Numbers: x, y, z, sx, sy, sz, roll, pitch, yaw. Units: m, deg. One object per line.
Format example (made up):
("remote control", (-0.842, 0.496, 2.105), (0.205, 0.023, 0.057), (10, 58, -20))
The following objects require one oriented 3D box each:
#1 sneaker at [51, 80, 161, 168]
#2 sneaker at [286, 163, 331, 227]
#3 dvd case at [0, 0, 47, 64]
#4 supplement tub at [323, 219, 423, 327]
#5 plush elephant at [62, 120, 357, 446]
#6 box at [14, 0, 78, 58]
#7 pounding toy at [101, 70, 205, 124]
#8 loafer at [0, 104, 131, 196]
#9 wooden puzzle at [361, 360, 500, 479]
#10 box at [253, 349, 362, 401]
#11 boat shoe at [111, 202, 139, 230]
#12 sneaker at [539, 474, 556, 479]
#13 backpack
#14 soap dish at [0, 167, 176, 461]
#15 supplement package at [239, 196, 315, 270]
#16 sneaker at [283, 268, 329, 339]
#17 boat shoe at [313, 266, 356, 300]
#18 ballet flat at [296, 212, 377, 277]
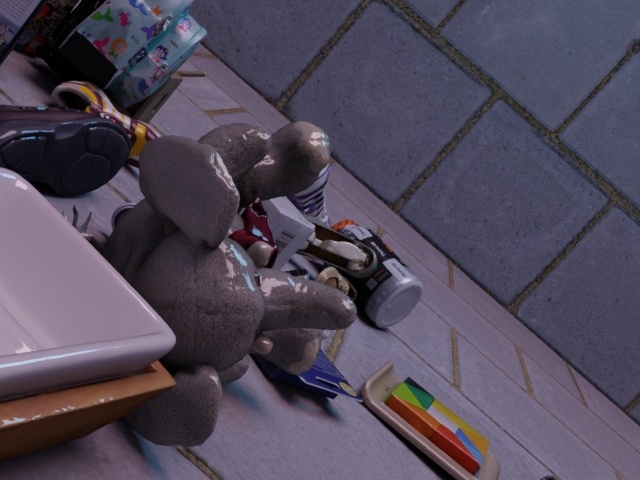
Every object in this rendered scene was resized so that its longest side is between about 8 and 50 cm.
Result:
("sneaker", (-0.309, -0.162, 1.512), (0.185, 0.070, 0.084), (36, 18, 8))
("sneaker", (-0.014, -0.065, 1.881), (0.161, 0.102, 0.282), (63, -8, -4))
("dvd case", (-0.447, -0.376, 1.410), (0.180, 0.253, 0.022), (38, -17, -22))
("supplement tub", (0.085, 0.055, 1.873), (0.190, 0.117, 0.117), (48, 12, 29))
("plush elephant", (-0.091, 0.036, 0.944), (0.329, 0.272, 0.255), (1, 16, -28))
("box", (-0.460, -0.374, 1.555), (0.044, 0.159, 0.233), (43, 10, 20))
("pounding toy", (-0.298, -0.278, 1.797), (0.130, 0.141, 0.100), (42, 10, 2))
("loafer", (-0.316, -0.116, 1.177), (0.095, 0.109, 0.302), (39, 13, 11))
("wooden puzzle", (0.169, 0.268, 1.495), (0.238, 0.044, 0.221), (43, 10, 9))
("box", (-0.050, 0.126, 1.310), (0.136, 0.036, 0.225), (29, 14, -50))
("boat shoe", (-0.172, 0.027, 1.199), (0.183, 0.065, 0.083), (42, 9, -2))
("sneaker", (0.342, 0.393, 1.547), (0.061, 0.065, 0.158), (39, 10, -13))
("backpack", (-0.290, -0.339, 1.635), (0.191, 0.254, 0.225), (38, -13, -19))
("soap dish", (-0.246, 0.048, 0.696), (0.229, 0.118, 0.291), (44, 10, 14))
("supplement package", (-0.115, -0.047, 1.605), (0.179, 0.105, 0.105), (47, 12, 33))
("sneaker", (-0.033, 0.094, 1.473), (0.190, 0.071, 0.083), (-142, -141, -70))
("boat shoe", (0.028, 0.078, 1.755), (0.045, 0.050, 0.135), (39, 9, 22))
("ballet flat", (0.000, 0.000, 1.777), (0.213, 0.072, 0.068), (23, -9, 1))
